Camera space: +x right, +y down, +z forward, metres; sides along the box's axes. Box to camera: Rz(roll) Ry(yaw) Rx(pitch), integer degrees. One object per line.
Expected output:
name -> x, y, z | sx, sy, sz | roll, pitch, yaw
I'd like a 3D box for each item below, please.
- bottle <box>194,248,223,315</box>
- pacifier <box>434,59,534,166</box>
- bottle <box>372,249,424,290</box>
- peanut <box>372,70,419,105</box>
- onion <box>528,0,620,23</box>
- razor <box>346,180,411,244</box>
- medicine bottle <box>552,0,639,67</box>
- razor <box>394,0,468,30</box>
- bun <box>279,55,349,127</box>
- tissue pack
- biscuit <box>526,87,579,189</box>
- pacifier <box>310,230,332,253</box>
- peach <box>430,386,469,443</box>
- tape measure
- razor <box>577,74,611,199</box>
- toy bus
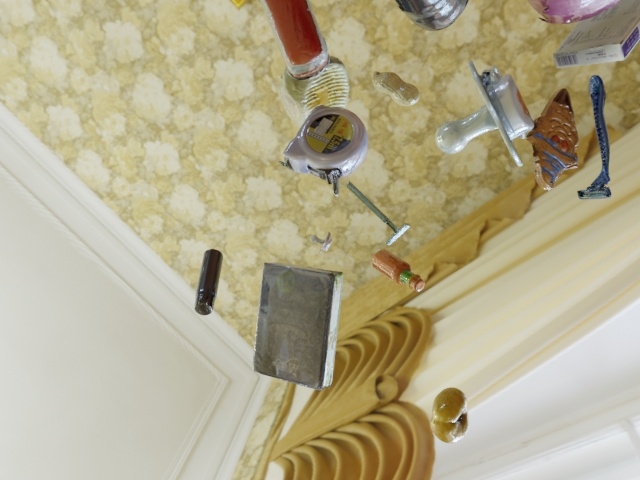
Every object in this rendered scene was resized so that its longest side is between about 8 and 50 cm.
bottle -> -0.389, 0.144, 1.582 | 0.072, 0.082, 0.244 | 6, -134, -7
pacifier -> 0.408, -0.308, 1.182 | 0.299, 0.233, 0.244 | 56, -157, -18
bottle -> 0.216, 0.087, 1.251 | 0.069, 0.069, 0.187 | 36, -178, -34
peanut -> 0.248, -0.510, 1.523 | 0.187, 0.082, 0.082 | 38, -158, 14
onion -> 0.514, -0.632, 0.895 | 0.358, 0.344, 0.358 | 58, -171, -14
razor -> 0.151, -0.089, 1.284 | 0.211, 0.084, 0.036 | 46, -155, 2
medicine bottle -> 0.683, -0.505, 1.089 | 0.052, 0.201, 0.171 | 48, 164, -30
razor -> 0.095, -0.445, 0.609 | 0.349, 0.113, 0.205 | 22, -132, -56
bun -> -0.023, -0.449, 1.347 | 0.153, 0.244, 0.244 | 29, -168, 30
tissue pack -> -0.079, 0.285, 1.581 | 0.124, 0.288, 0.395 | 2, -85, -62
biscuit -> 0.625, -0.271, 1.205 | 0.183, 0.280, 0.043 | 17, 176, -24
pacifier -> 0.000, 0.000, 1.656 | 0.078, 0.099, 0.082 | 21, -136, -3
peach -> 0.435, 0.585, 1.526 | 0.179, 0.103, 0.179 | 0, -90, -46
tape measure -> 0.024, -0.226, 1.104 | 0.178, 0.196, 0.105 | 31, 165, 21
razor -> 0.737, -0.272, 1.203 | 0.093, 0.056, 0.324 | -174, 83, -74
toy bus -> -0.066, -0.510, 1.048 | 0.120, 0.121, 0.265 | -97, -15, -74
